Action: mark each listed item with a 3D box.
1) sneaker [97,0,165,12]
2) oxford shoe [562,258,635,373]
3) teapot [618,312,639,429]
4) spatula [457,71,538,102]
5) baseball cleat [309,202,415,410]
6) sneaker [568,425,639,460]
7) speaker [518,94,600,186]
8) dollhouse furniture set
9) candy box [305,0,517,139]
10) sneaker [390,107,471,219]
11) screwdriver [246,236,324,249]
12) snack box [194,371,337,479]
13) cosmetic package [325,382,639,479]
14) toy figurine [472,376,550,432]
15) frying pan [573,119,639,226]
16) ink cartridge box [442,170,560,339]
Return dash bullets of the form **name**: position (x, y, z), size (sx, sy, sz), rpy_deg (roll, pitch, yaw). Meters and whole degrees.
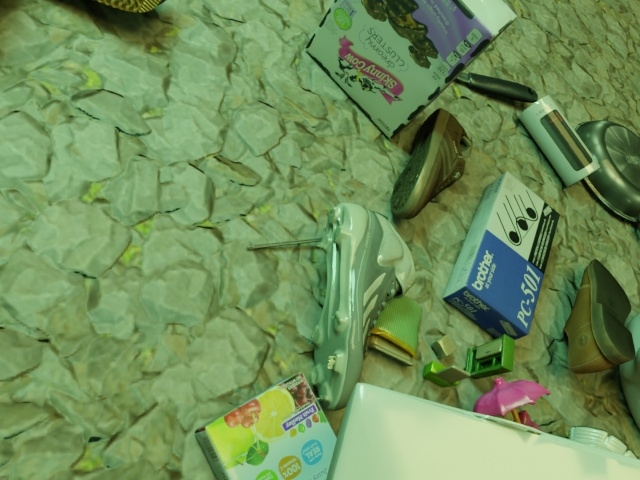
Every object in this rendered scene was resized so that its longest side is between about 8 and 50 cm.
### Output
- **sneaker**: position (-0.245, -0.293, 0.579), size (0.185, 0.070, 0.084), rpy_deg (22, 30, -9)
- **oxford shoe**: position (0.345, 0.091, 0.712), size (0.076, 0.076, 0.212), rpy_deg (46, 37, 1)
- **teapot**: position (0.519, 0.171, 0.691), size (0.256, 0.187, 0.253), rpy_deg (-32, 84, -35)
- **spatula**: position (0.205, -0.252, 0.823), size (0.296, 0.030, 0.084), rpy_deg (12, 59, -24)
- **baseball cleat**: position (0.048, 0.062, 0.545), size (0.109, 0.072, 0.206), rpy_deg (14, 70, -26)
- **sneaker**: position (0.335, 0.301, 0.599), size (0.208, 0.081, 0.094), rpy_deg (41, 60, 2)
- **speaker**: position (0.361, -0.151, 0.846), size (0.055, 0.055, 0.136), rpy_deg (-26, 81, -36)
- **dollhouse furniture set**: position (0.125, 0.102, 0.585), size (0.151, 0.058, 0.076), rpy_deg (28, 55, -14)
- **candy box**: position (0.095, -0.242, 0.653), size (0.165, 0.196, 0.070), rpy_deg (46, 54, -1)
- **sneaker**: position (0.147, -0.089, 0.687), size (0.071, 0.066, 0.188), rpy_deg (34, 55, -12)
- **screwdriver**: position (0.000, 0.000, 0.597), size (0.169, 0.025, 0.024), rpy_deg (-8, 71, -23)
- **snack box**: position (-0.027, 0.197, 0.466), size (0.100, 0.037, 0.141), rpy_deg (-22, 79, -34)
- **cosmetic package**: position (0.062, 0.294, 0.327), size (0.196, 0.155, 0.366), rpy_deg (16, 66, 6)
- **toy figurine**: position (0.208, 0.221, 0.553), size (0.173, 0.130, 0.159), rpy_deg (43, 40, -31)
- **frying pan**: position (0.488, -0.068, 0.883), size (0.197, 0.053, 0.326), rpy_deg (21, 55, -18)
- **ink cartridge box**: position (0.231, 0.016, 0.695), size (0.097, 0.046, 0.207), rpy_deg (37, 54, -7)
